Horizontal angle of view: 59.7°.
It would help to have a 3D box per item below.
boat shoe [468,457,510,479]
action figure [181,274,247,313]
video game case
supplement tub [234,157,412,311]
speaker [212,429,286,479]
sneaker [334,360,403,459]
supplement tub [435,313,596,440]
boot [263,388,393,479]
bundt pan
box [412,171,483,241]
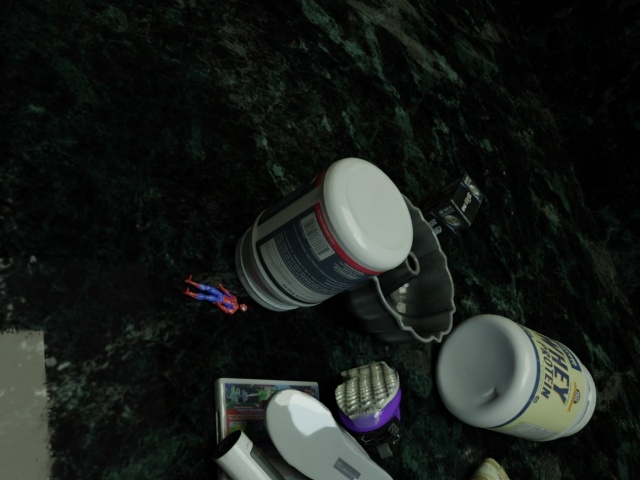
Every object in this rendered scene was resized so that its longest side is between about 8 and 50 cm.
[{"bbox_3d":[0.412,0.591,1.152,0.089,0.104,0.285,-30,90,-47],"label":"boat shoe"},{"bbox_3d":[-0.168,0.092,0.908,0.115,0.030,0.038,30,43,-34],"label":"action figure"},{"bbox_3d":[-0.074,0.313,0.877,0.201,0.023,0.184,15,58,-39],"label":"video game case"},{"bbox_3d":[0.000,0.000,0.944,0.191,0.272,0.191,24,52,-35],"label":"supplement tub"},{"bbox_3d":[-0.091,0.334,0.788,0.136,0.055,0.055,51,41,-9],"label":"speaker"},{"bbox_3d":[0.093,0.292,0.919,0.293,0.102,0.146,33,43,-83],"label":"sneaker"},{"bbox_3d":[0.440,0.314,1.244,0.324,0.235,0.236,24,52,-35],"label":"supplement tub"},{"bbox_3d":[-0.002,0.316,0.847,0.095,0.123,0.258,-46,103,-19],"label":"boot"},{"bbox_3d":[0.140,0.066,1.152,0.330,0.124,0.331,32,46,-39],"label":"bundt pan"},{"bbox_3d":[0.286,-0.064,1.352,0.077,0.180,0.147,50,40,-10],"label":"box"}]
